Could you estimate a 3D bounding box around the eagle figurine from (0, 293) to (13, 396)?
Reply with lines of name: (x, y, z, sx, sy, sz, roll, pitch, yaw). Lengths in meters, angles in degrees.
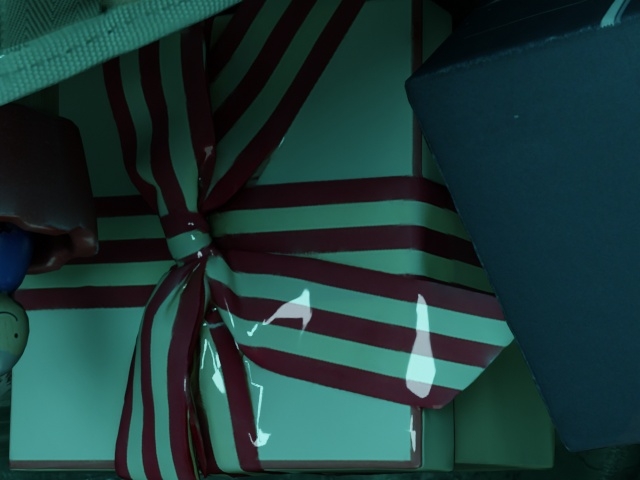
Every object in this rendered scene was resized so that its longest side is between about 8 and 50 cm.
eagle figurine: (-0.269, 0.052, 1.395, 0.298, 0.225, 0.226, 17, 130, 18)

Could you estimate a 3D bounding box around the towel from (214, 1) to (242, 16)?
towel: (-0.041, -0.156, 0.856, 0.187, 0.049, 0.282, -11, 166, 3)

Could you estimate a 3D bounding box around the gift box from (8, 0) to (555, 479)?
gift box: (0.000, 0.000, 0.898, 0.276, 0.255, 0.258, -9, 169, 24)

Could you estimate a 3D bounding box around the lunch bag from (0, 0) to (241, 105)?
lunch bag: (-0.069, -0.164, 0.382, 0.287, 0.169, 0.235, -25, 147, -17)

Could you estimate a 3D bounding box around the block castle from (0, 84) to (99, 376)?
block castle: (-0.342, -0.029, 0.736, 0.453, 0.213, 0.303, 5, 163, -26)

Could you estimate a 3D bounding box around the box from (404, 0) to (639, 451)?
box: (0.264, -0.091, 0.696, 0.343, 0.179, 0.312, -13, -157, 34)
